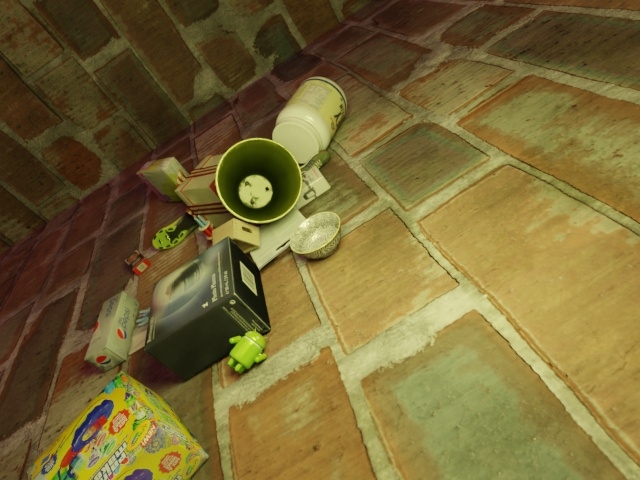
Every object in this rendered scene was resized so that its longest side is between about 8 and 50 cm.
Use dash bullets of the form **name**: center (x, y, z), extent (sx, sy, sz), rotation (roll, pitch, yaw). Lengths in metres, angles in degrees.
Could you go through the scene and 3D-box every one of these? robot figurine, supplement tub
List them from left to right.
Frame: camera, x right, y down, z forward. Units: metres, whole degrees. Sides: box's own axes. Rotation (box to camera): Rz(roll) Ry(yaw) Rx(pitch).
- **robot figurine**: center (-0.190, 0.287, 1.116), extent (0.101, 0.067, 0.115), rotation (30, 68, 22)
- **supplement tub**: center (-0.043, -0.499, 1.775), extent (0.236, 0.235, 0.324), rotation (-5, 45, 36)

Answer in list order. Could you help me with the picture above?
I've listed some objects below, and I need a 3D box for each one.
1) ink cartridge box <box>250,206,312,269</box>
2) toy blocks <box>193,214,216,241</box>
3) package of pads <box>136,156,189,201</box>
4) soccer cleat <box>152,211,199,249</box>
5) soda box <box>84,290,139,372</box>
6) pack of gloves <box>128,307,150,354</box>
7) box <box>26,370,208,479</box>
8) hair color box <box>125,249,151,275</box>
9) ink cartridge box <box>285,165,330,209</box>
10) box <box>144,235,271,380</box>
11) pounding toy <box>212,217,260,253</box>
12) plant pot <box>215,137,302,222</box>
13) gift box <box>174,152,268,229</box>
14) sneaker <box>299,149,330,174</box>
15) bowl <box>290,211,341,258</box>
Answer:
- **ink cartridge box**: center (-0.140, -0.010, 1.443), extent (0.223, 0.045, 0.224), rotation (-37, 35, -1)
- **toy blocks**: center (-0.439, -0.050, 1.652), extent (0.054, 0.148, 0.123), rotation (-40, 35, -7)
- **package of pads**: center (-0.763, -0.303, 2.149), extent (0.297, 0.229, 0.101), rotation (3, 50, 41)
- **soccer cleat**: center (-0.604, -0.056, 1.874), extent (0.289, 0.093, 0.121), rotation (-37, 4, 4)
- **soda box**: center (-0.731, 0.315, 1.513), extent (0.098, 0.091, 0.286), rotation (-30, 35, 9)
- **pack of gloves**: center (-0.566, 0.263, 1.479), extent (0.232, 0.046, 0.195), rotation (-29, 34, 10)
- **box**: center (-0.467, 0.515, 0.986), extent (0.279, 0.177, 0.290), rotation (17, 60, 48)
- **hair color box**: center (-0.799, 0.096, 1.871), extent (0.072, 0.043, 0.141), rotation (-48, 36, -16)
- **ink cartridge box**: center (-0.051, -0.196, 1.575), extent (0.151, 0.063, 0.109), rotation (-33, 35, 4)
- **box**: center (-0.331, 0.190, 1.253), extent (0.294, 0.182, 0.296), rotation (-33, 34, 6)
- **pounding toy**: center (-0.276, -0.012, 1.424), extent (0.130, 0.141, 0.100), rotation (-25, 60, 33)
- **plant pot**: center (-0.225, -0.188, 1.505), extent (0.275, 0.274, 0.293), rotation (-42, 7, -10)
- **gift box**: center (-0.409, -0.220, 1.728), extent (0.258, 0.276, 0.255), rotation (-2, 41, 40)
- **sneaker**: center (-0.034, -0.270, 1.656), extent (0.192, 0.064, 0.086), rotation (-34, 42, 3)
- **bowl**: center (0.000, 0.000, 1.287), extent (0.170, 0.080, 0.170), rotation (-22, 37, 18)
